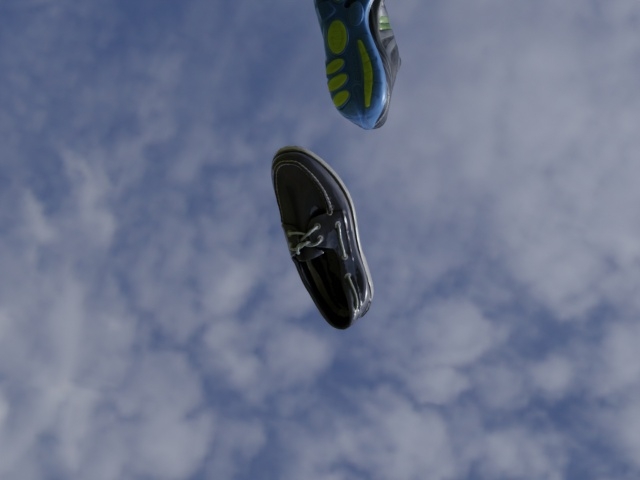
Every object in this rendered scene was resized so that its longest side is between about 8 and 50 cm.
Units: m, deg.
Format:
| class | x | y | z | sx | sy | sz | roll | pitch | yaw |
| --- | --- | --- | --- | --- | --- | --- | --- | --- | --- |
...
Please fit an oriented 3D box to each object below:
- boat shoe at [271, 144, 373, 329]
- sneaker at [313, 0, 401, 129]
| class | x | y | z | sx | sy | sz | roll | pitch | yaw |
| --- | --- | --- | --- | --- | --- | --- | --- | --- | --- |
| boat shoe | 0.000 | 0.000 | 1.755 | 0.075 | 0.206 | 0.065 | -12 | -155 | 23 |
| sneaker | 0.033 | -0.183 | 1.489 | 0.067 | 0.078 | 0.188 | -6 | -110 | 11 |
